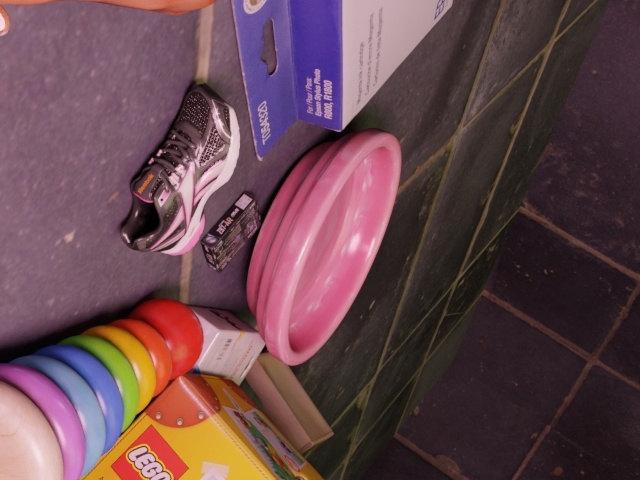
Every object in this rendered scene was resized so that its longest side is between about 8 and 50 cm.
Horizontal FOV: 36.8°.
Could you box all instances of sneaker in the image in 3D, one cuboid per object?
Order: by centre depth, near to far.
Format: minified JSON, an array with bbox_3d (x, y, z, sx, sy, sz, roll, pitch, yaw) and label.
[{"bbox_3d":[-0.135,-0.058,0.901,0.077,0.072,0.178,-11,126,-52],"label":"sneaker"}]

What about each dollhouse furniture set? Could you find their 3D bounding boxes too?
[{"bbox_3d":[-0.130,0.305,1.486,0.242,0.161,0.212,-39,166,15],"label":"dollhouse furniture set"}]

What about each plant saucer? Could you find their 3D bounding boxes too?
[{"bbox_3d":[0.000,0.000,1.277,0.332,0.084,0.332,-56,161,-30],"label":"plant saucer"}]

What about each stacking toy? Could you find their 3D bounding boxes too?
[{"bbox_3d":[-0.214,0.139,0.933,0.330,0.141,0.141,-34,151,-60],"label":"stacking toy"}]

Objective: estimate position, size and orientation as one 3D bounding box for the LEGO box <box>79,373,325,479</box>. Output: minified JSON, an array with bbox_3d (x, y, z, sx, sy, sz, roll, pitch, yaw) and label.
[{"bbox_3d":[-0.091,0.460,1.082,0.372,0.500,0.193,-46,164,2],"label":"LEGO box"}]

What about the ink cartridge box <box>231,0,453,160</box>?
[{"bbox_3d":[0.043,-0.268,1.018,0.330,0.071,0.324,-52,162,-21],"label":"ink cartridge box"}]

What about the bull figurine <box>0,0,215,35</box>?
[{"bbox_3d":[-0.144,-0.208,0.563,0.310,0.101,0.188,-21,138,-62],"label":"bull figurine"}]

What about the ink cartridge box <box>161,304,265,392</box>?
[{"bbox_3d":[-0.142,0.145,1.229,0.104,0.061,0.181,-58,162,3],"label":"ink cartridge box"}]

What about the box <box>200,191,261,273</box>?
[{"bbox_3d":[-0.104,-0.009,1.140,0.083,0.018,0.067,-51,161,-20],"label":"box"}]
